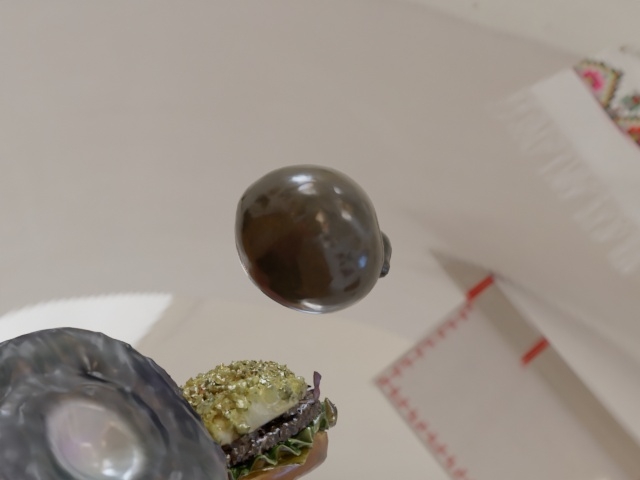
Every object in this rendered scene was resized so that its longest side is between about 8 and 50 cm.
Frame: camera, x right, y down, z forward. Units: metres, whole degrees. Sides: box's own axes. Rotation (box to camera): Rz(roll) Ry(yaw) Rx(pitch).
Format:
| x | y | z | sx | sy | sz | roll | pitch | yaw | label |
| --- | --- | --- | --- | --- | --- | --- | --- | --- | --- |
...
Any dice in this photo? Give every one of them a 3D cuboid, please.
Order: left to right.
| x | y | z | sx | sy | sz | roll | pitch | yaw | label |
| --- | --- | --- | --- | --- | --- | --- | --- | --- | --- |
| -0.178 | 0.174 | 0.963 | 0.181 | 0.182 | 0.183 | 51 | -57 | 14 | dice |

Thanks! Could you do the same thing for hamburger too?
| x | y | z | sx | sy | sz | roll | pitch | yaw | label |
| --- | --- | --- | --- | --- | --- | --- | --- | --- | --- |
| -0.101 | 0.202 | 1.600 | 0.138 | 0.243 | 0.262 | 66 | 12 | 2 | hamburger |

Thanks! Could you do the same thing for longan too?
| x | y | z | sx | sy | sz | roll | pitch | yaw | label |
| --- | --- | --- | --- | --- | --- | --- | --- | --- | --- |
| 0.000 | 0.000 | 1.051 | 0.119 | 0.106 | 0.106 | 13 | 6 | -35 | longan |
